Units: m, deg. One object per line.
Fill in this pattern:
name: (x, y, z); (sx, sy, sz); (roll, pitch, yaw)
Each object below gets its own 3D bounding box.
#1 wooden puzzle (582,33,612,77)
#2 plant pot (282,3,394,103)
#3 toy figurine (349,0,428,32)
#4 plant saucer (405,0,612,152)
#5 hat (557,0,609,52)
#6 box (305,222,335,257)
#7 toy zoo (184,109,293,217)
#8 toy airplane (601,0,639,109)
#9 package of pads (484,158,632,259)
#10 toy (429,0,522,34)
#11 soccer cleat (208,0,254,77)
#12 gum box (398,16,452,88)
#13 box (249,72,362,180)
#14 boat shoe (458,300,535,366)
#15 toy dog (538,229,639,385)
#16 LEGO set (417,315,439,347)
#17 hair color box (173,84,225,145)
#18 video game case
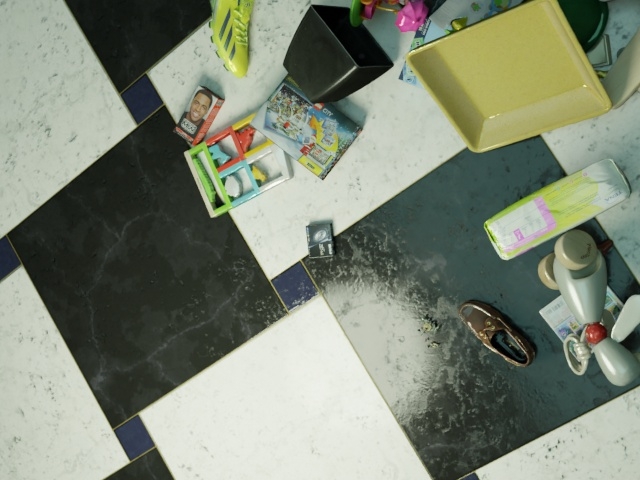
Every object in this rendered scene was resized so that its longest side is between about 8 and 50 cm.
wooden puzzle: (0.598, -0.411, 1.798); (0.078, 0.014, 0.116); (1, 94, 17)
plant pot: (0.027, -0.425, 1.938); (0.167, 0.187, 0.188); (-43, 78, 32)
toy figurine: (0.176, -0.545, 1.890); (0.159, 0.130, 0.173); (23, 60, 14)
plant saucer: (0.401, -0.358, 1.740); (0.332, 0.333, 0.081); (-16, 45, 34)
hat: (0.491, -0.473, 1.733); (0.173, 0.183, 0.208); (43, 111, 22)
box: (0.000, 0.000, 2.056); (0.067, 0.018, 0.083); (-5, 92, 22)
toy zoo: (-0.195, -0.204, 2.110); (0.293, 0.030, 0.192); (-26, 84, 20)
toy airplane: (0.745, -0.456, 1.634); (0.386, 0.272, 0.384); (2, 83, 57)
package of pads: (0.506, -0.069, 1.743); (0.296, 0.229, 0.101); (-30, 83, 20)
toy: (0.376, -0.534, 1.841); (0.237, 0.056, 0.137); (-43, 66, 1)
soccer cleat: (-0.216, -0.556, 2.062); (0.121, 0.093, 0.289); (-13, 90, 15)
gum box: (0.294, -0.415, 1.900); (0.184, 0.041, 0.157); (23, 101, 17)
box: (-0.037, -0.279, 2.016); (0.233, 0.044, 0.159); (39, 91, 14)
boat shoe: (0.404, 0.213, 1.888); (0.207, 0.073, 0.073); (36, 106, 16)
toy dog: (0.601, 0.124, 1.741); (0.161, 0.220, 0.334); (-20, 94, -12)
LEGO set: (0.261, 0.217, 1.973); (0.054, 0.023, 0.083); (6, 109, 23)
hair color box: (-0.317, -0.325, 2.142); (0.072, 0.043, 0.141); (36, 105, 16)
video game case: (0.597, 0.169, 1.838); (0.157, 0.019, 0.143); (-41, 80, 18)
